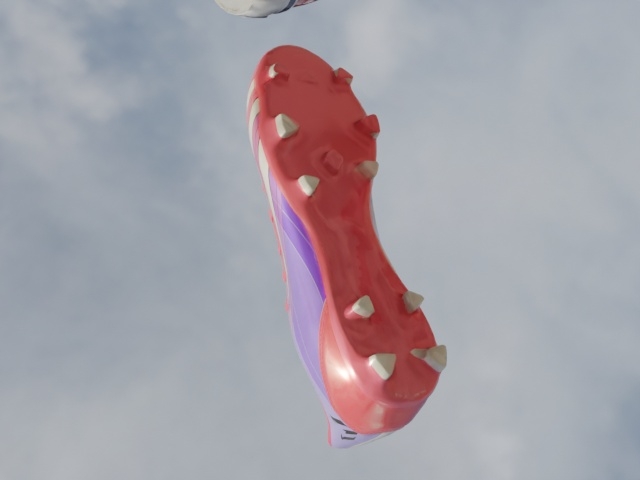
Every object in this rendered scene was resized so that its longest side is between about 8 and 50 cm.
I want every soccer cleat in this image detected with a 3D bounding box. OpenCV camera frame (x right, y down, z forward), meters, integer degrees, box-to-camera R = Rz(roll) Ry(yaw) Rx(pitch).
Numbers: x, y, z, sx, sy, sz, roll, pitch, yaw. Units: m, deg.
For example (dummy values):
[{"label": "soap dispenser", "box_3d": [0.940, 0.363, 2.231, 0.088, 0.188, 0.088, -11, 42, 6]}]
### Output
[{"label": "soccer cleat", "box_3d": [0.000, 0.000, 0.933, 0.083, 0.095, 0.248, -2, -120, -34]}]

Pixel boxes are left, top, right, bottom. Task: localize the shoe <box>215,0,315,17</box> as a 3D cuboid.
[{"label": "shoe", "box_3d": [0.012, -0.152, 0.483, 0.081, 0.178, 0.063, -16, -134, -28]}]
